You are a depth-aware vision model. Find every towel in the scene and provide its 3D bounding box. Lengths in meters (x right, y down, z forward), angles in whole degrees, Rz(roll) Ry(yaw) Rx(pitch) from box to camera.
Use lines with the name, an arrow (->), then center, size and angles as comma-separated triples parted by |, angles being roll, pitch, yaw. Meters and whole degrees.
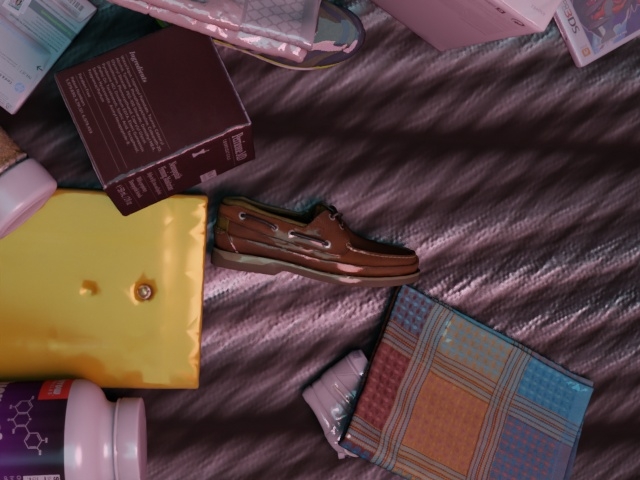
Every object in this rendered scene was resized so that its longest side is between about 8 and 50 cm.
towel -> 0.230, 0.258, 1.484 | 0.370, 0.040, 0.271 | 29, 66, -15
towel -> -0.133, -0.411, 1.291 | 0.317, 0.053, 0.332 | 17, 62, -12

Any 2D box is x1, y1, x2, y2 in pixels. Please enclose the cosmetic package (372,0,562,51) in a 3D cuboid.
cosmetic package -> 0.207, -0.377, 1.271 | 0.156, 0.385, 0.217 | 32, 89, -14

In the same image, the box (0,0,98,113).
box -> -0.415, -0.286, 1.348 | 0.145, 0.038, 0.186 | 38, 89, -12

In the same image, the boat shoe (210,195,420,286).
boat shoe -> 0.000, 0.000, 1.427 | 0.307, 0.111, 0.104 | 6, 98, -11

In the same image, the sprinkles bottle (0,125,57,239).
sprinkles bottle -> -0.501, -0.162, 1.283 | 0.121, 0.121, 0.355 | -42, 95, -2

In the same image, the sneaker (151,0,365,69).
sneaker -> -0.082, -0.299, 1.363 | 0.300, 0.121, 0.111 | 7, 97, -11

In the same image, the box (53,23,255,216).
box -> -0.212, -0.160, 1.313 | 0.203, 0.168, 0.167 | -24, 80, -6

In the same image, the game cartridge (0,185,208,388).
game cartridge -> -0.326, 0.066, 1.413 | 0.324, 0.052, 0.285 | 3, 98, -8

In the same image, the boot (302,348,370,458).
boot -> 0.081, 0.296, 1.504 | 0.123, 0.095, 0.258 | -35, 94, 2

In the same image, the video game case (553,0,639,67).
video game case -> 0.433, -0.387, 1.494 | 0.201, 0.023, 0.183 | -30, 102, -5

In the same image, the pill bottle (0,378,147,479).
pill bottle -> -0.402, 0.280, 1.346 | 0.323, 0.181, 0.181 | -2, 99, -5
